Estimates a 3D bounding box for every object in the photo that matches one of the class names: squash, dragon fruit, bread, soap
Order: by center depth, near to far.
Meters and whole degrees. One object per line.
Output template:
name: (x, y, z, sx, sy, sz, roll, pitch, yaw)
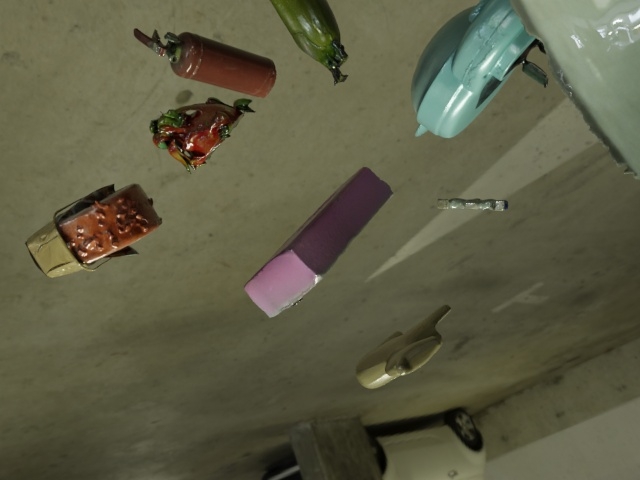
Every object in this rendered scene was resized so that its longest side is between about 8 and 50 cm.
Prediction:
squash: (-0.042, -0.401, 0.961, 0.087, 0.331, 0.087, -31, 172, -5)
soap: (-0.001, -0.001, 0.997, 0.259, 0.081, 0.181, -49, -174, -39)
dragon fruit: (-0.210, -0.188, 1.007, 0.175, 0.142, 0.138, 12, 166, -10)
bread: (-0.403, -0.018, 1.073, 0.212, 0.142, 0.224, -23, -166, 6)

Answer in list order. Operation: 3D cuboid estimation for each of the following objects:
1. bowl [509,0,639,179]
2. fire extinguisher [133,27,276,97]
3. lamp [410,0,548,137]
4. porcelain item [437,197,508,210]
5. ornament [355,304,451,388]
bowl: (0.140, -0.131, 0.152, 0.146, 0.313, 0.313, -31, 152, 14)
fire extinguisher: (-0.276, -0.437, 1.392, 0.337, 0.147, 0.106, 5, 123, -44)
lamp: (0.228, -0.259, 0.851, 0.209, 0.147, 0.284, -50, -171, -10)
porcelain item: (0.300, -0.072, 1.126, 0.136, 0.021, 0.075, 5, -169, 33)
ornament: (0.148, 0.194, 1.012, 0.245, 0.061, 0.230, -29, 171, -48)
